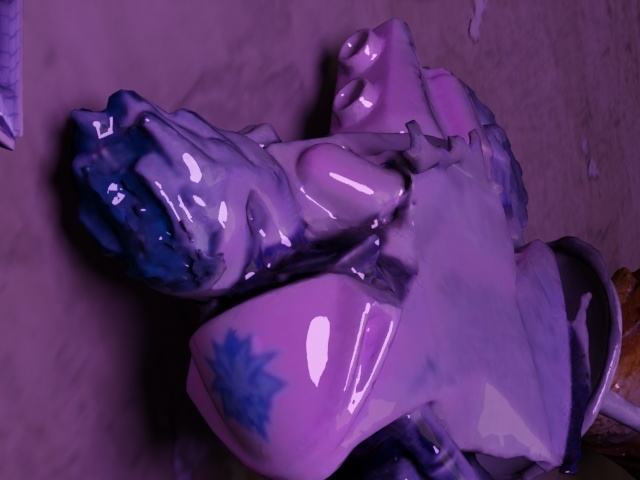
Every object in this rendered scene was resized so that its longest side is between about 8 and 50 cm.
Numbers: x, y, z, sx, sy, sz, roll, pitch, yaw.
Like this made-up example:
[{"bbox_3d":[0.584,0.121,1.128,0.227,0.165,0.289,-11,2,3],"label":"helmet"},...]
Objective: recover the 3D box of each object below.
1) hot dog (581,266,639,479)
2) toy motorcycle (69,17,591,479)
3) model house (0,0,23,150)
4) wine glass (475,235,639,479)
[{"bbox_3d":[0.198,0.079,0.913,0.261,0.093,0.123,31,77,-44],"label":"hot dog"},{"bbox_3d":[0.005,-0.003,0.505,0.204,0.108,0.239,39,23,-30],"label":"toy motorcycle"},{"bbox_3d":[-0.102,-0.077,0.305,0.088,0.117,0.167,85,24,-56],"label":"model house"},{"bbox_3d":[0.169,0.095,0.738,0.232,0.156,0.156,27,69,-31],"label":"wine glass"}]
